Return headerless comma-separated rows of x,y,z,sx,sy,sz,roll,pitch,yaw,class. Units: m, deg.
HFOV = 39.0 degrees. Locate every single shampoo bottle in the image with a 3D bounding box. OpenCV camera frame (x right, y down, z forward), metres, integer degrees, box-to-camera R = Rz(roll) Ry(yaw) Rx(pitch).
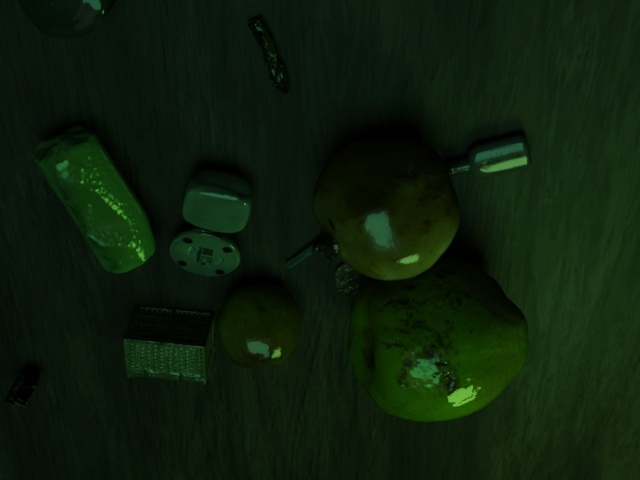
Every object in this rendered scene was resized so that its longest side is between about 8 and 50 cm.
0.339,-0.164,1.823,0.165,0.040,0.080,-13,128,13,shampoo bottle

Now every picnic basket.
-0.356,0.257,2.147,0.196,0.134,0.154,5,125,0,picnic basket

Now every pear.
0.255,0.207,1.932,0.391,0.391,0.391,2,128,3,pear
-0.142,0.197,2.052,0.200,0.200,0.200,2,128,3,pear

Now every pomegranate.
0.132,-0.067,1.777,0.307,0.307,0.307,2,128,3,pomegranate

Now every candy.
-0.467,-0.083,1.900,0.142,0.132,0.343,-38,130,-20,candy

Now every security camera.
-0.235,-0.033,1.950,0.157,0.080,0.301,12,138,-8,security camera

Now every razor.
-0.001,0.005,1.984,0.084,0.036,0.211,39,120,-22,razor

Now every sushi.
-0.747,0.362,2.287,0.056,0.085,0.083,26,126,-17,sushi

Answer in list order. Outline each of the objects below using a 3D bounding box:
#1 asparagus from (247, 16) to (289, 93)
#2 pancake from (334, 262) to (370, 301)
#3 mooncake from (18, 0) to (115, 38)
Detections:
-0.095,-0.347,1.717,0.036,0.030,0.165,-18,125,6,asparagus
0.098,0.091,2.052,0.139,0.022,0.139,2,129,2,pancake
-0.454,-0.452,1.615,0.175,0.104,0.168,18,131,-7,mooncake
